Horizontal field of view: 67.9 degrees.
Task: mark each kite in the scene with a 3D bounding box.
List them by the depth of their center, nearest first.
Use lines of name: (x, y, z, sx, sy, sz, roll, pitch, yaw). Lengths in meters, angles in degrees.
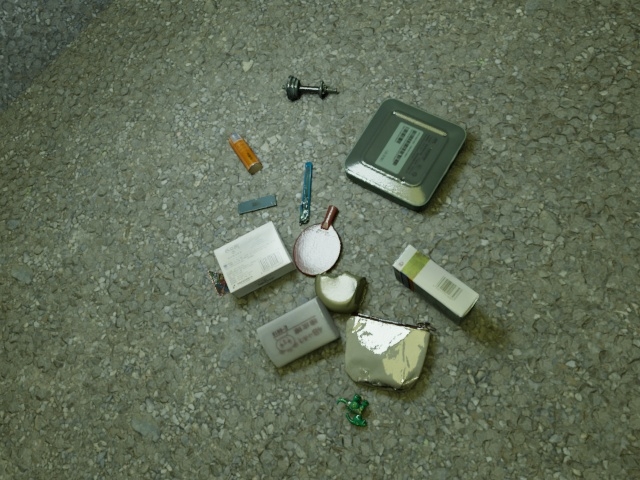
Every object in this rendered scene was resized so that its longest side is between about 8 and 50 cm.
kite: (-0.401, 0.165, 2.013, 0.190, 0.010, 0.159, 9, 74, 15)

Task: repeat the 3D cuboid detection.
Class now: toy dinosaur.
toy dinosaur: (0.121, 0.610, 1.722, 0.132, 0.059, 0.096, 28, 86, 12)

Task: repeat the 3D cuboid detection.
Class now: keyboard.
keyboard: (-0.279, -0.158, 2.088, 0.176, 0.014, 0.055, -13, 69, 9)

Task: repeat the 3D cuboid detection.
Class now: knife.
knife: (-0.063, -0.205, 2.046, 0.044, 0.026, 0.296, -5, 71, 24)

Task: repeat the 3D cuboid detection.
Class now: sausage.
sausage: (-0.351, -0.407, 2.157, 0.071, 0.071, 0.234, -35, 69, 0)

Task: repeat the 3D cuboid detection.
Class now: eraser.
eraser: (-0.086, 0.349, 1.806, 0.270, 0.095, 0.174, -29, 91, 11)

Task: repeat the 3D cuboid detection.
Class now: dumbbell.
dumbbell: (-0.050, -0.690, 2.167, 0.255, 0.110, 0.110, 7, 74, 8)

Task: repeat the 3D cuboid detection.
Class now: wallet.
wallet: (0.239, 0.407, 1.757, 0.335, 0.068, 0.274, 7, 70, 22)

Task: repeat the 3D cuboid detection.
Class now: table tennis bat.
table tennis bat: (0.000, 0.000, 1.957, 0.200, 0.038, 0.310, 18, 78, 18)

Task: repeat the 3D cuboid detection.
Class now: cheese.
cheese: (0.068, 0.192, 1.851, 0.203, 0.091, 0.175, 20, 76, 18)

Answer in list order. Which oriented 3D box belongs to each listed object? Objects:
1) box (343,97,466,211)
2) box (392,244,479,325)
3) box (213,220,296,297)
box: (0.345, -0.357, 1.954, 0.397, 0.111, 0.396, 28, 80, 18)
box: (0.412, 0.165, 1.718, 0.299, 0.200, 0.106, 39, 83, 21)
box: (-0.268, 0.080, 1.949, 0.274, 0.116, 0.203, -28, 69, 0)
